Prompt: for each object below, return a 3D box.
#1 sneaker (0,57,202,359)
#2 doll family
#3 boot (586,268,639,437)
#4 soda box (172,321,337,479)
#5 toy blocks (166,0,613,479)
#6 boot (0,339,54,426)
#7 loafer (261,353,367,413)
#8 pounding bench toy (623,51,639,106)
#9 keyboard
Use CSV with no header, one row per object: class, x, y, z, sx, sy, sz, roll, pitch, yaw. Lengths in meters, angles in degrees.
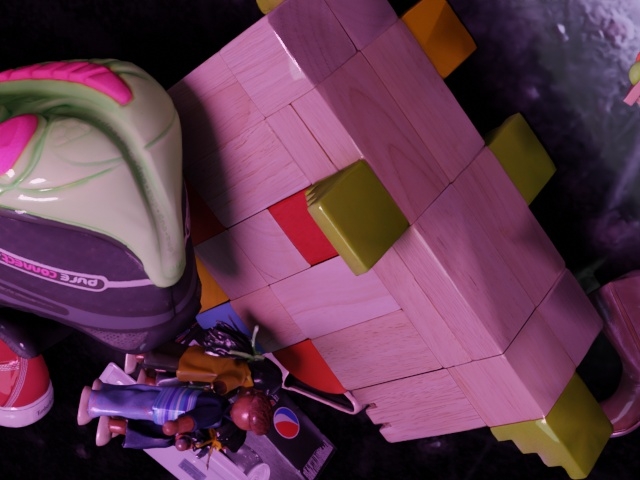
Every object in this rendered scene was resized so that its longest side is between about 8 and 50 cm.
sneaker,-0.257,-0.016,0.736,0.483,0.185,0.202,13,128,50
doll family,-0.077,0.099,0.653,0.111,0.193,0.076,9,108,5
boot,0.204,0.078,0.712,0.106,0.037,0.114,-25,109,23
soda box,-0.068,0.148,0.892,0.169,0.053,0.060,49,129,-7
toy blocks,0.000,0.000,0.705,0.261,0.191,0.381,-24,106,49
boot,-0.384,0.077,0.997,0.244,0.088,0.176,8,123,14
loafer,-0.015,0.109,0.847,0.125,0.039,0.045,17,127,18
pounding bench toy,0.209,-0.084,0.597,0.065,0.052,0.083,35,130,4
keyboard,-0.120,0.219,0.994,0.256,0.014,0.072,40,135,0
